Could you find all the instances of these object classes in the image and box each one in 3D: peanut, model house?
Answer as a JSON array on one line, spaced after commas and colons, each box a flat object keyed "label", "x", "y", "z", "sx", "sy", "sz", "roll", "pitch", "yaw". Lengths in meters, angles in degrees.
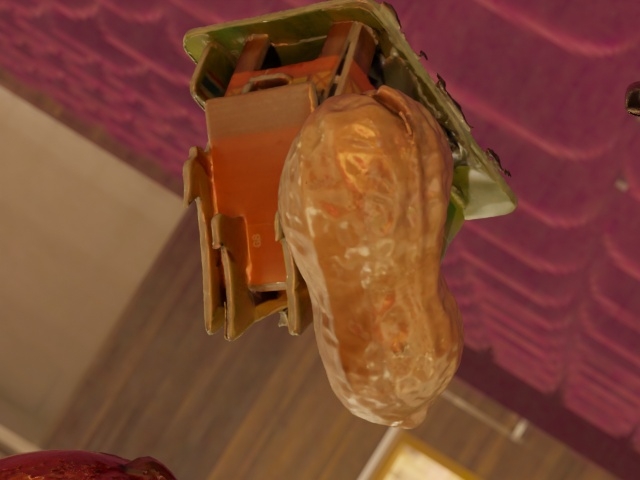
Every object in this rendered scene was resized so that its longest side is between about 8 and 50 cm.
[{"label": "peanut", "x": 0.044, "y": 0.020, "z": 1.441, "sx": 0.149, "sy": 0.149, "sz": 0.313, "roll": 32, "pitch": 142, "yaw": 50}, {"label": "model house", "x": 0.000, "y": 0.000, "z": 1.744, "sx": 0.242, "sy": 0.313, "sz": 0.358, "roll": -4, "pitch": 142, "yaw": 34}]

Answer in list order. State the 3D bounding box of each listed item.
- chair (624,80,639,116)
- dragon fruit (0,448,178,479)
[{"label": "chair", "x": 0.350, "y": -0.218, "z": 1.393, "sx": 0.226, "sy": 0.401, "sz": 0.226, "roll": 3, "pitch": -177, "yaw": 0}, {"label": "dragon fruit", "x": -0.206, "y": 0.306, "z": 1.397, "sx": 0.301, "sy": 0.295, "sz": 0.295, "roll": -8, "pitch": -149, "yaw": -45}]
